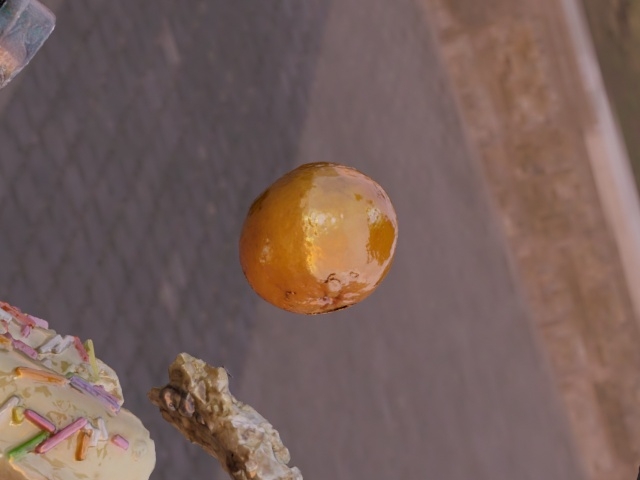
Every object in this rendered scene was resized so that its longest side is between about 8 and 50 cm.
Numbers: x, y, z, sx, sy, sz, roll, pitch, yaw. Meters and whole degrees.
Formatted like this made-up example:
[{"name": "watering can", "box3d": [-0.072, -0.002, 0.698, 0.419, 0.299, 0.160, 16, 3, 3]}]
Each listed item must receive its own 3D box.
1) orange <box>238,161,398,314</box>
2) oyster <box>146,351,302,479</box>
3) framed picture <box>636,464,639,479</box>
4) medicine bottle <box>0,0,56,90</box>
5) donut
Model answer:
[{"name": "orange", "box3d": [0.000, 0.000, 0.935, 0.070, 0.083, 0.083, 66, 9, 24]}, {"name": "oyster", "box3d": [-0.076, 0.177, 1.606, 0.061, 0.200, 0.106, -26, 135, -45]}, {"name": "framed picture", "box3d": [0.342, 0.276, 1.568, 0.018, 0.192, 0.265, -100, -159, -76]}, {"name": "medicine bottle", "box3d": [-0.368, -0.251, 1.618, 0.293, 0.141, 0.141, 41, 27, -19]}, {"name": "donut", "box3d": [-0.328, 0.167, 2.001, 0.307, 0.150, 0.371, 28, 2, -15]}]
